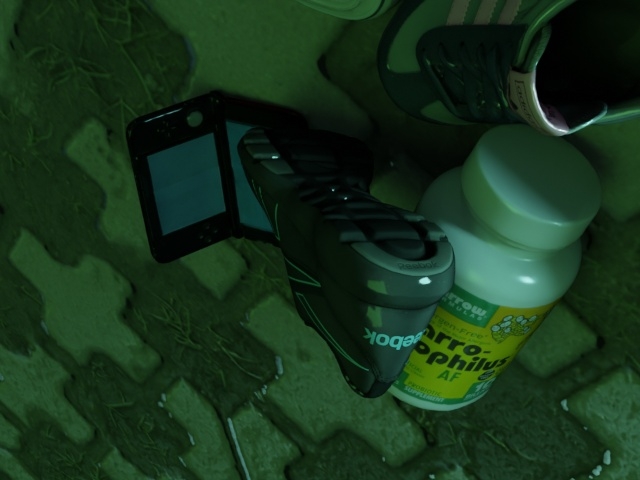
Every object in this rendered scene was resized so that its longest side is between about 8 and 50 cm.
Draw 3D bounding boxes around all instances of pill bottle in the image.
[{"bbox_3d":[0.109,0.021,0.728,0.118,0.117,0.208,36,138,9],"label":"pill bottle"}]

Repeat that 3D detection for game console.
[{"bbox_3d":[-0.079,-0.040,0.856,0.085,0.124,0.144,42,147,45],"label":"game console"}]

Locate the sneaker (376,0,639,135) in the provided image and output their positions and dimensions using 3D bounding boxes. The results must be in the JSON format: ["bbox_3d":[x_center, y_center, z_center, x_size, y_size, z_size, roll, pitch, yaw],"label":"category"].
[{"bbox_3d":[0.118,-0.108,0.581,0.112,0.131,0.319,48,151,-17],"label":"sneaker"}]

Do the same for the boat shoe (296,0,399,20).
[{"bbox_3d":[-0.065,-0.216,0.694,0.258,0.084,0.095,32,137,13],"label":"boat shoe"}]

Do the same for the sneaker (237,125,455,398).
[{"bbox_3d":[0.000,0.000,0.710,0.267,0.101,0.106,-122,36,-57],"label":"sneaker"}]
